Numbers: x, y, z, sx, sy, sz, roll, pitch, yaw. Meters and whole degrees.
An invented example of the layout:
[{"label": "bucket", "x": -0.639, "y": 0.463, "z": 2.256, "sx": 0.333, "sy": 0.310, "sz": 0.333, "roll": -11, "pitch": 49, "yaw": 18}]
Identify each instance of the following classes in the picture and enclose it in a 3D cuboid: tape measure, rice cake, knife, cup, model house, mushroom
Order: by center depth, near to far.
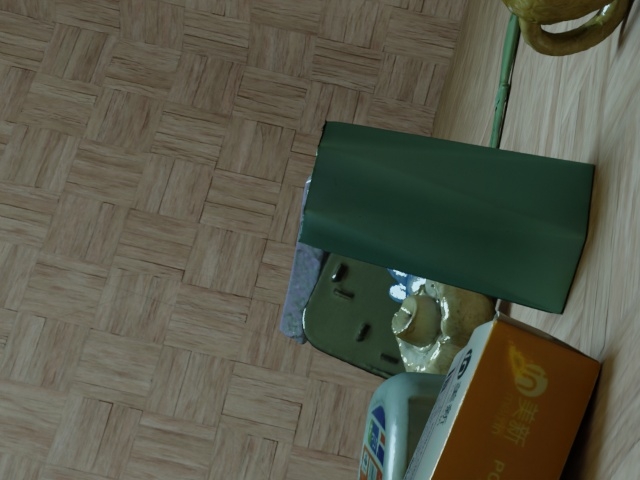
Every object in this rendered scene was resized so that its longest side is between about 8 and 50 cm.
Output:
[{"label": "cup", "x": 0.105, "y": -0.028, "z": 1.190, "sx": 0.134, "sy": 0.236, "sz": 0.148, "roll": -78, "pitch": 3, "yaw": -65}, {"label": "tape measure", "x": 0.101, "y": 0.244, "z": 1.254, "sx": 0.243, "sy": 0.125, "sz": 0.246, "roll": -159, "pitch": 80, "yaw": -85}, {"label": "mushroom", "x": 0.139, "y": 0.099, "z": 1.543, "sx": 0.148, "sy": 0.112, "sz": 0.148, "roll": -44, "pitch": 31, "yaw": 37}, {"label": "rice cake", "x": 0.001, "y": 0.000, "z": 1.822, "sx": 0.106, "sy": 0.050, "sz": 0.298, "roll": -55, "pitch": -17, "yaw": -44}, {"label": "model house", "x": 0.114, "y": 0.093, "z": 1.861, "sx": 0.218, "sy": 0.205, "sz": 0.278, "roll": -64, "pitch": -13, "yaw": -9}, {"label": "knife", "x": 0.272, "y": -0.226, "z": 2.054, "sx": 0.043, "sy": 0.020, "sz": 0.293, "roll": 105, "pitch": 178, "yaw": -70}]

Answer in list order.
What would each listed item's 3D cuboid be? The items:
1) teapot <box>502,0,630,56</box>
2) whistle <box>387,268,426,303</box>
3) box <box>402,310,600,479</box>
[{"label": "teapot", "x": 0.207, "y": -0.274, "z": 1.084, "sx": 0.203, "sy": 0.167, "sz": 0.311, "roll": -111, "pitch": 4, "yaw": -46}, {"label": "whistle", "x": 0.152, "y": 0.039, "z": 1.668, "sx": 0.180, "sy": 0.093, "sz": 0.269, "roll": -10, "pitch": 78, "yaw": 44}, {"label": "box", "x": 0.101, "y": 0.206, "z": 1.016, "sx": 0.221, "sy": 0.091, "sz": 0.274, "roll": 101, "pitch": -168, "yaw": -77}]
